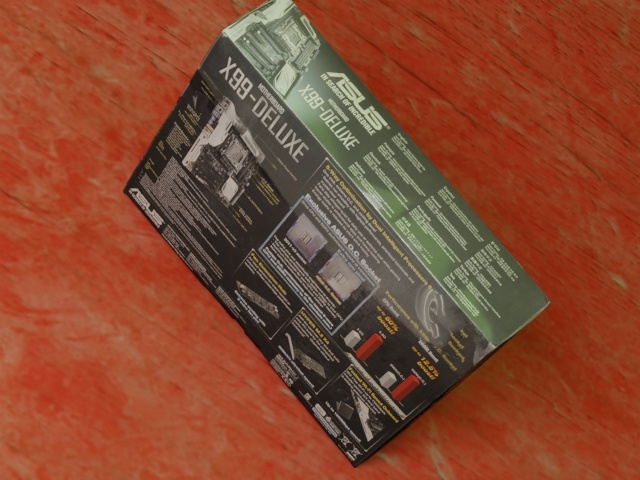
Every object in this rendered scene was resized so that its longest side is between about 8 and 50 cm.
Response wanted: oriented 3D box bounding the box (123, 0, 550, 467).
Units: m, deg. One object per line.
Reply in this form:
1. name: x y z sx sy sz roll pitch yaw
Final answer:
1. box: 0.000 0.000 1.267 0.076 0.242 0.307 -35 81 -37
